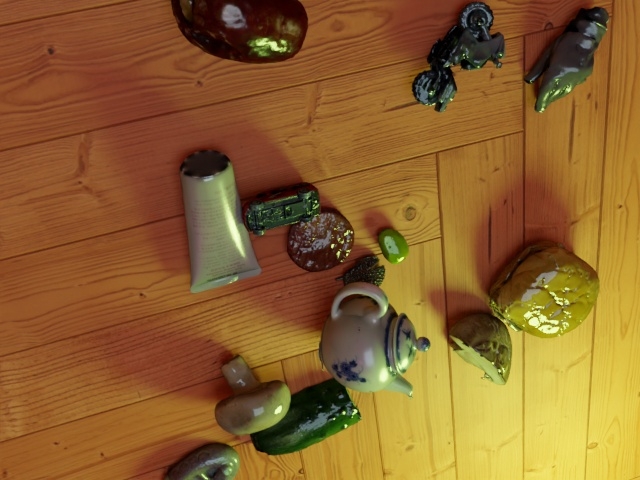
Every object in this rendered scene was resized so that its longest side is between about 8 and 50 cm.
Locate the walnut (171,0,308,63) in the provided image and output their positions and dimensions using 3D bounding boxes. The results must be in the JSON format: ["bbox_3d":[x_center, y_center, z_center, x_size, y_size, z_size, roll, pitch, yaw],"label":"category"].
[{"bbox_3d":[-0.155,-0.489,1.463,0.269,0.222,0.244,-1,125,-34],"label":"walnut"}]

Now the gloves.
[{"bbox_3d":[0.610,-0.450,1.803,0.142,0.119,0.286,26,112,5],"label":"gloves"}]

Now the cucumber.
[{"bbox_3d":[-0.049,0.517,2.068,0.325,0.105,0.145,-22,121,-3],"label":"cucumber"}]

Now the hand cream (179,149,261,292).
[{"bbox_3d":[-0.248,-0.038,1.726,0.185,0.118,0.359,-17,127,-17],"label":"hand cream"}]

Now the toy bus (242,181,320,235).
[{"bbox_3d":[-0.100,-0.082,1.738,0.195,0.089,0.081,-16,122,-20],"label":"toy bus"}]

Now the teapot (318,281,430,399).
[{"bbox_3d":[0.151,0.270,1.898,0.280,0.252,0.424,-3,129,23],"label":"teapot"}]

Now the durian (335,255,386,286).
[{"bbox_3d":[0.112,0.103,1.928,0.140,0.071,0.110,-12,119,-7],"label":"durian"}]

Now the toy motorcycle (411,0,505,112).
[{"bbox_3d":[0.339,-0.423,1.719,0.159,0.106,0.270,30,100,-22],"label":"toy motorcycle"}]

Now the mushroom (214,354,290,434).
[{"bbox_3d":[-0.193,0.424,1.942,0.206,0.209,0.206,-31,151,-19],"label":"mushroom"}]

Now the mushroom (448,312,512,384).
[{"bbox_3d":[0.494,0.305,2.134,0.286,0.156,0.151,47,70,-34],"label":"mushroom"}]

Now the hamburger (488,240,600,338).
[{"bbox_3d":[0.647,0.154,2.080,0.318,0.158,0.319,-7,119,-13],"label":"hamburger"}]

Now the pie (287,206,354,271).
[{"bbox_3d":[0.000,0.000,1.850,0.182,0.049,0.182,-9,119,-16],"label":"pie"}]

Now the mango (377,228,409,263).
[{"bbox_3d":[0.190,0.013,1.914,0.073,0.056,0.108,-41,118,-2],"label":"mango"}]

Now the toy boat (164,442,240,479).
[{"bbox_3d":[-0.330,0.673,2.059,0.227,0.085,0.155,-33,120,0],"label":"toy boat"}]
